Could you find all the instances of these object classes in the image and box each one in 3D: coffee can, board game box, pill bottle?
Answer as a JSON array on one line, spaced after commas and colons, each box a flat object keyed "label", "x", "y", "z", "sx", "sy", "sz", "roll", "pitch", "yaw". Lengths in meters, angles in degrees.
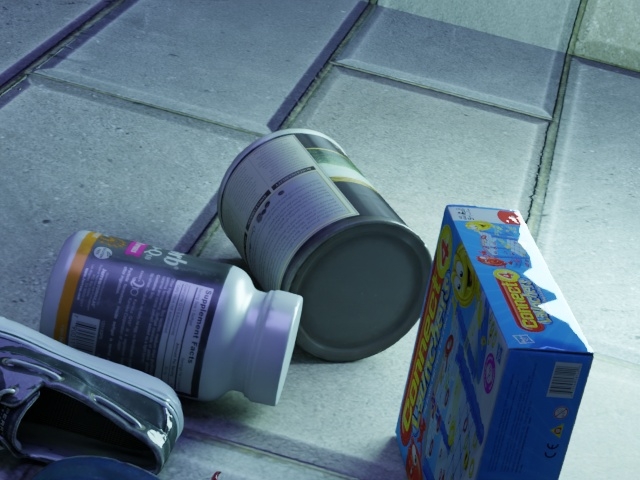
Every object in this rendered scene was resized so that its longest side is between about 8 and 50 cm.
[{"label": "coffee can", "x": 0.000, "y": 0.000, "z": 1.922, "sx": 0.201, "sy": 0.202, "sz": 0.275, "roll": 0, "pitch": 28, "yaw": -24}, {"label": "board game box", "x": 0.169, "y": 0.165, "z": 1.544, "sx": 0.086, "sy": 0.308, "sz": 0.302, "roll": 5, "pitch": 26, "yaw": -10}, {"label": "pill bottle", "x": -0.170, "y": 0.094, "z": 1.704, "sx": 0.278, "sy": 0.162, "sz": 0.162, "roll": 13, "pitch": 26, "yaw": 2}]

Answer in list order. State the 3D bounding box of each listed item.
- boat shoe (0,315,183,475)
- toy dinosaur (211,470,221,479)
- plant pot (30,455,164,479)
[{"label": "boat shoe", "x": -0.308, "y": 0.164, "z": 1.547, "sx": 0.335, "sy": 0.121, "sz": 0.119, "roll": 12, "pitch": 21, "yaw": -4}, {"label": "toy dinosaur", "x": -0.084, "y": 0.271, "z": 1.490, "sx": 0.047, "sy": 0.090, "sz": 0.082, "roll": 0, "pitch": -17, "yaw": -45}, {"label": "plant pot", "x": -0.212, "y": 0.373, "z": 0.974, "sx": 0.341, "sy": 0.341, "sz": 0.334, "roll": 27, "pitch": 38, "yaw": 28}]
